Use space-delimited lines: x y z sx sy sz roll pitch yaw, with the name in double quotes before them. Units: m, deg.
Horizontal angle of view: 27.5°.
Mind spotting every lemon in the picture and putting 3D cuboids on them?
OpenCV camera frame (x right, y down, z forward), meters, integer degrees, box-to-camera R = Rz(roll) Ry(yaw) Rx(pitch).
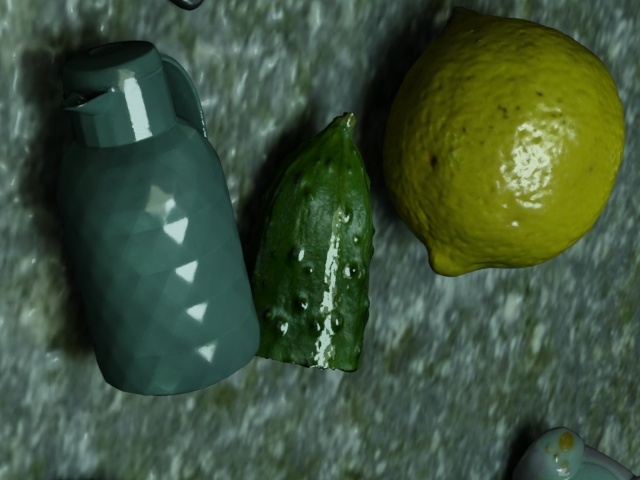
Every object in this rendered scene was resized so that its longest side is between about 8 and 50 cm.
"lemon" 0.173 -0.086 1.263 0.228 0.228 0.254 5 104 -39

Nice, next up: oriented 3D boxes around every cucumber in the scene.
"cucumber" -0.003 -0.001 1.221 0.134 0.134 0.245 9 95 -40

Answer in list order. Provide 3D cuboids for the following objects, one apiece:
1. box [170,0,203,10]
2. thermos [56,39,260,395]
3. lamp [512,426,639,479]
"box" -0.123 -0.275 1.098 0.125 0.027 0.126 32 85 -38
"thermos" -0.137 -0.029 1.099 0.182 0.144 0.287 -50 136 -57
"lamp" 0.247 0.393 1.514 0.301 0.247 0.247 -53 170 -26
